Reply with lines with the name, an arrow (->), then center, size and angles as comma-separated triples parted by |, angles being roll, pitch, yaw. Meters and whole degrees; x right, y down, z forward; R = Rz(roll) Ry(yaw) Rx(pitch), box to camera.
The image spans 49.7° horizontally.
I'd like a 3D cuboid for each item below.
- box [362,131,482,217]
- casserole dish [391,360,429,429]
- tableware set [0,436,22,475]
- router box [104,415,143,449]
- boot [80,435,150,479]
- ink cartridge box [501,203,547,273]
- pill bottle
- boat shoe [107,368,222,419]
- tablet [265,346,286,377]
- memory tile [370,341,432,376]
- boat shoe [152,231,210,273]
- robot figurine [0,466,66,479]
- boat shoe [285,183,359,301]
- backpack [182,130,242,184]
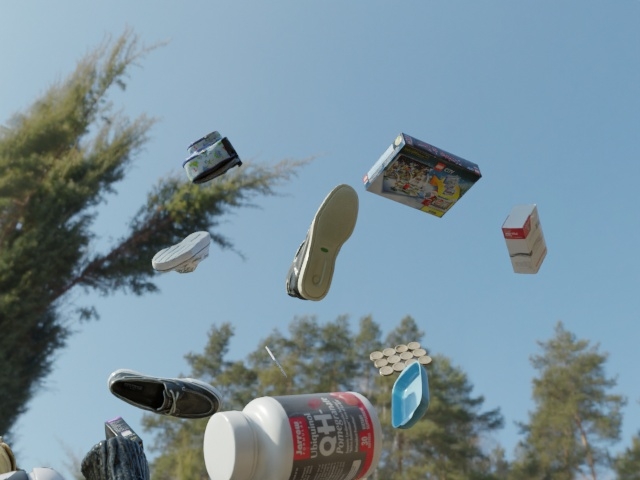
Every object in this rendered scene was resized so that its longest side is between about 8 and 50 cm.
box -> 0.240, -0.149, 1.629 | 0.233, 0.044, 0.159 | 18, -48, -27
casserole dish -> 0.213, 0.365, 1.615 | 0.037, 0.188, 0.114 | 32, -64, -10
tableware set -> -0.725, 0.480, 1.529 | 0.194, 0.128, 0.039 | -6, 6, 38
router box -> -0.459, 0.525, 1.626 | 0.046, 0.133, 0.179 | -11, -69, -36
boot -> -0.344, 0.546, 1.212 | 0.131, 0.260, 0.348 | 0, -60, -32
ink cartridge box -> 0.478, -0.002, 1.614 | 0.056, 0.099, 0.135 | 0, -55, 38
pill bottle -> -0.053, 0.387, 1.327 | 0.318, 0.176, 0.176 | 5, -36, -34
boat shoe -> -0.447, 0.456, 1.979 | 0.335, 0.121, 0.119 | 13, 3, -11
tablet -> -0.110, 0.302, 1.717 | 0.006, 0.054, 0.083 | -33, -45, -9
memory tile -> 0.214, 0.317, 1.846 | 0.148, 0.113, 0.012 | -13, -65, -13
boat shoe -> -0.329, 0.046, 1.701 | 0.083, 0.226, 0.076 | 1, -71, 24
robot figurine -> -0.619, 0.537, 1.327 | 0.278, 0.174, 0.209 | -7, 2, -28
boat shoe -> 0.000, 0.000, 1.270 | 0.084, 0.233, 0.079 | 30, -18, -25
backpack -> -0.237, -0.174, 1.466 | 0.114, 0.084, 0.105 | -33, -3, -2
